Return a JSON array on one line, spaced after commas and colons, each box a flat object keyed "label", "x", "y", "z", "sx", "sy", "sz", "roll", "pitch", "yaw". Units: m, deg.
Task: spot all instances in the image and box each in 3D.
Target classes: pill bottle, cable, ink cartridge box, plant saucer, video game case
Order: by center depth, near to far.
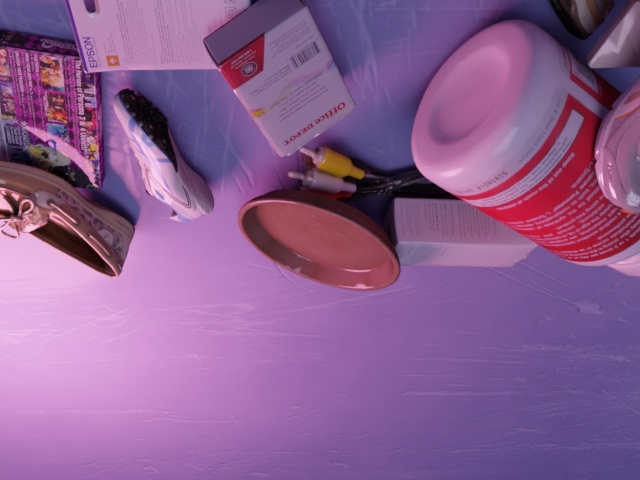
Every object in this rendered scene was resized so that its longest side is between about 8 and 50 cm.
[{"label": "ink cartridge box", "x": -0.195, "y": -0.312, "z": 0.746, "sx": 0.223, "sy": 0.045, "sz": 0.223, "roll": -3, "pitch": 136, "yaw": -5}, {"label": "ink cartridge box", "x": -0.048, "y": -0.212, "z": 0.798, "sx": 0.127, "sy": 0.072, "sz": 0.175, "roll": -34, "pitch": 141, "yaw": 2}, {"label": "pill bottle", "x": 0.346, "y": -0.103, "z": 0.863, "sx": 0.407, "sy": 0.229, "sz": 0.229, "roll": 26, "pitch": 128, "yaw": -26}, {"label": "video game case", "x": -0.417, "y": -0.180, "z": 0.870, "sx": 0.210, "sy": 0.042, "sz": 0.232, "roll": 6, "pitch": 134, "yaw": -10}, {"label": "cable", "x": 0.081, "y": -0.079, "z": 0.982, "sx": 0.286, "sy": 0.072, "sz": 0.140, "roll": 11, "pitch": 139, "yaw": -14}, {"label": "plant saucer", "x": 0.000, "y": 0.000, "z": 1.003, "sx": 0.277, "sy": 0.041, "sz": 0.278, "roll": 18, "pitch": 156, "yaw": 8}]

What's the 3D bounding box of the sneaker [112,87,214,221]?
[{"label": "sneaker", "x": -0.243, "y": -0.115, "z": 0.917, "sx": 0.086, "sy": 0.085, "sz": 0.237, "roll": -19, "pitch": 132, "yaw": 9}]

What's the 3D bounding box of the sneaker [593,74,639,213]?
[{"label": "sneaker", "x": 0.383, "y": -0.148, "z": 0.653, "sx": 0.099, "sy": 0.121, "sz": 0.263, "roll": 15, "pitch": 105, "yaw": -5}]

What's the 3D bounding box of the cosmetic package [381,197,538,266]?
[{"label": "cosmetic package", "x": 0.226, "y": -0.011, "z": 1.026, "sx": 0.230, "sy": 0.086, "sz": 0.117, "roll": 0, "pitch": 160, "yaw": -6}]

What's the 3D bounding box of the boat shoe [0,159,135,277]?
[{"label": "boat shoe", "x": -0.406, "y": -0.031, "z": 0.943, "sx": 0.104, "sy": 0.090, "sz": 0.285, "roll": -16, "pitch": 149, "yaw": 33}]

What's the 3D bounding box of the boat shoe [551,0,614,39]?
[{"label": "boat shoe", "x": 0.305, "y": -0.337, "z": 0.754, "sx": 0.072, "sy": 0.068, "sz": 0.190, "roll": -41, "pitch": 132, "yaw": 13}]

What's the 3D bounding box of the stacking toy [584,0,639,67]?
[{"label": "stacking toy", "x": 0.456, "y": -0.329, "z": 0.713, "sx": 0.308, "sy": 0.130, "sz": 0.280, "roll": 9, "pitch": 125, "yaw": 2}]
